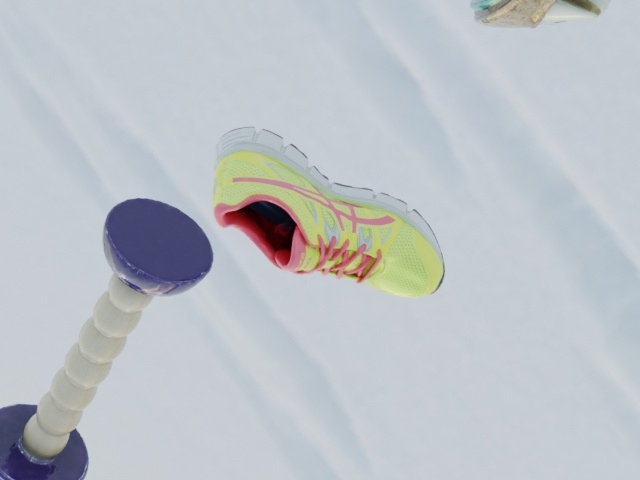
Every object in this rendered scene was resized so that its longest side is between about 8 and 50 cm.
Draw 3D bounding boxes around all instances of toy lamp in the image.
[{"bbox_3d":[-0.158,0.089,1.193,0.080,0.080,0.274,44,127,16],"label":"toy lamp"}]

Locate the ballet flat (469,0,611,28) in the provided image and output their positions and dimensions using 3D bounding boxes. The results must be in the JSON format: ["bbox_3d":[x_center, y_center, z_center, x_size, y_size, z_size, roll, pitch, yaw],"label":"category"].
[{"bbox_3d":[0.152,-0.163,1.097,0.067,0.073,0.206,34,160,-6],"label":"ballet flat"}]

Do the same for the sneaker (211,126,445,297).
[{"bbox_3d":[0.000,0.000,1.449,0.208,0.094,0.081,27,132,-10],"label":"sneaker"}]
